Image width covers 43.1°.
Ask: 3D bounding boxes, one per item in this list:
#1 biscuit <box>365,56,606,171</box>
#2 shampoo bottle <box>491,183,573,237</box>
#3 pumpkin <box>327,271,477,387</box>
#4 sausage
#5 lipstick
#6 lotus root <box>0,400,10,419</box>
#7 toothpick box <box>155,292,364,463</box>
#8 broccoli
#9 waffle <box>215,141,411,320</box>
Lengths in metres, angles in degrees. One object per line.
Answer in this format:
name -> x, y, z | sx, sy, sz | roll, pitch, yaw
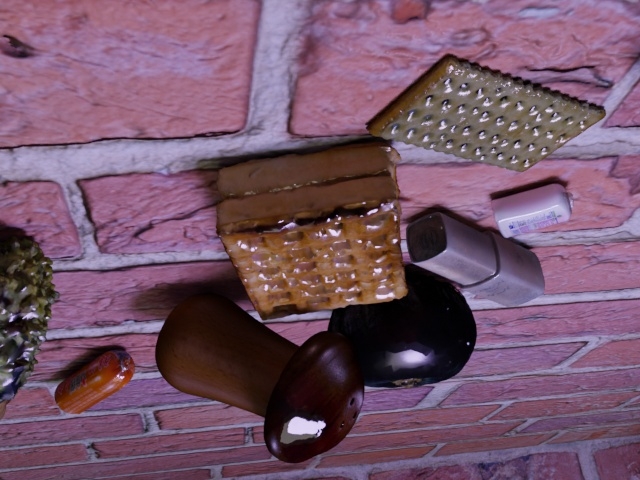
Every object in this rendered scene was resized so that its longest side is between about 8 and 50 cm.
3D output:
biscuit -> 0.179, -0.125, 0.861 | 0.232, 0.016, 0.139 | 9, 149, -33
shampoo bottle -> 0.274, -0.040, 1.036 | 0.099, 0.043, 0.072 | -17, 154, 18
pumpkin -> 0.128, 0.146, 1.258 | 0.233, 0.162, 0.233 | -3, 157, -1
sausage -> -0.394, 0.246, 1.437 | 0.071, 0.071, 0.234 | 12, 148, -37
lipstick -> 0.217, 0.029, 1.127 | 0.079, 0.077, 0.253 | -26, 150, 35
lotus root -> -0.627, 0.232, 1.258 | 0.284, 0.146, 0.160 | 5, 134, -40
toothpick box -> -0.083, 0.188, 1.154 | 0.295, 0.192, 0.192 | 21, 166, 25
broccoli -> -0.439, 0.063, 0.986 | 0.243, 0.273, 0.180 | -30, -167, 23
waffle -> 0.000, -0.001, 0.990 | 0.213, 0.091, 0.308 | -9, 157, 3
